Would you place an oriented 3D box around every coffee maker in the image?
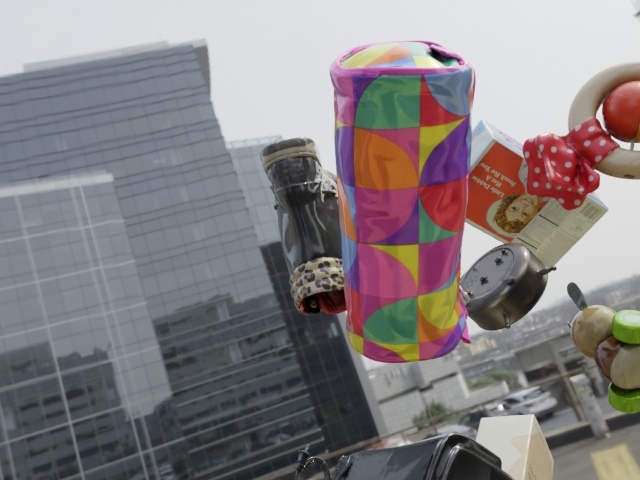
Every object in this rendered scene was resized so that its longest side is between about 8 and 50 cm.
[{"bbox_3d":[0.085,0.260,0.611,0.171,0.120,0.178,14,-29,-22],"label":"coffee maker"}]

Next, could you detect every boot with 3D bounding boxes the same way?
[{"bbox_3d":[0.000,0.000,1.167,0.138,0.284,0.377,-15,-19,4],"label":"boot"}]

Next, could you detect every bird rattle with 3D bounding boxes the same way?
[{"bbox_3d":[0.398,-0.134,0.800,0.254,0.206,0.143,5,-19,31],"label":"bird rattle"}]

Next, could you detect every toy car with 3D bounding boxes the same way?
[{"bbox_3d":[0.461,0.145,0.972,0.149,0.154,0.188,-17,26,-16],"label":"toy car"}]

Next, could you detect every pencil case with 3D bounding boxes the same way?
[{"bbox_3d":[0.062,-0.023,0.449,0.105,0.236,0.104,-5,30,3],"label":"pencil case"}]

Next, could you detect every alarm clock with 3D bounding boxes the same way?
[{"bbox_3d":[0.253,0.061,0.909,0.129,0.064,0.192,-50,12,-5],"label":"alarm clock"}]

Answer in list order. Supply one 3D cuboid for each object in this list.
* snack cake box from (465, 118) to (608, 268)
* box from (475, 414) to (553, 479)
[{"bbox_3d":[0.348,-0.077,1.092,0.265,0.089,0.152,27,-61,-18],"label":"snack cake box"},{"bbox_3d":[0.370,0.504,1.219,0.121,0.147,0.311,-16,22,32],"label":"box"}]
